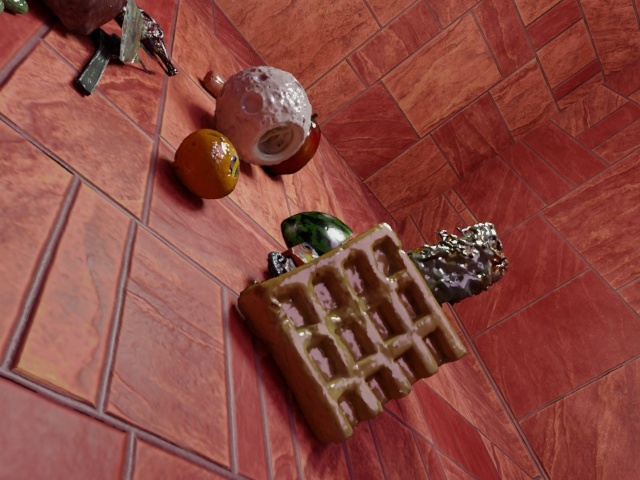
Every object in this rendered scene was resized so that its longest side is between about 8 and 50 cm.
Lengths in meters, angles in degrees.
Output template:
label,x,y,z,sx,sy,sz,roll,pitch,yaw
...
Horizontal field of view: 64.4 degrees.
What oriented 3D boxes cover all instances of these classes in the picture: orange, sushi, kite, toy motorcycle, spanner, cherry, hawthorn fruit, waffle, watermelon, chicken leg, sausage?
label,x,y,z,sx,sy,sz,roll,pitch,yaw
orange,-0.218,-0.146,0.974,0.135,0.118,0.135,11,90,-77
sushi,0.235,0.089,1.196,0.417,0.418,0.175,16,61,-69
kite,-0.386,-0.413,1.084,0.016,0.127,0.229,14,-2,-2
toy motorcycle,-0.038,0.085,1.085,0.171,0.089,0.298,57,13,4
spanner,-0.418,-0.342,0.968,0.093,0.026,0.325,46,18,-34
cherry,-0.452,-0.522,0.918,0.230,0.203,0.300,-46,122,-82
hawthorn fruit,-0.099,-0.321,1.558,0.215,0.250,0.215,25,47,-30
waffle,0.065,0.146,0.902,0.348,0.077,0.304,-25,82,-32
watermelon,-0.002,-0.014,1.334,0.137,0.145,0.193,46,15,-47
chicken leg,-0.429,-0.506,1.262,0.205,0.053,0.093,36,45,-35
sausage,-0.295,-0.458,1.564,0.154,0.062,0.062,36,23,-52

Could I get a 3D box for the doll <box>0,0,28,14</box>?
label,x,y,z,sx,sy,sz,roll,pitch,yaw
doll,-0.493,-0.394,0.750,0.150,0.078,0.115,-92,156,-85

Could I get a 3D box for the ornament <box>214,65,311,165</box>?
label,x,y,z,sx,sy,sz,roll,pitch,yaw
ornament,-0.154,-0.332,1.341,0.259,0.259,0.225,30,29,-60

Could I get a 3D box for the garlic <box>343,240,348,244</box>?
label,x,y,z,sx,sy,sz,roll,pitch,yaw
garlic,0.045,0.035,1.498,0.124,0.099,0.174,37,7,8
